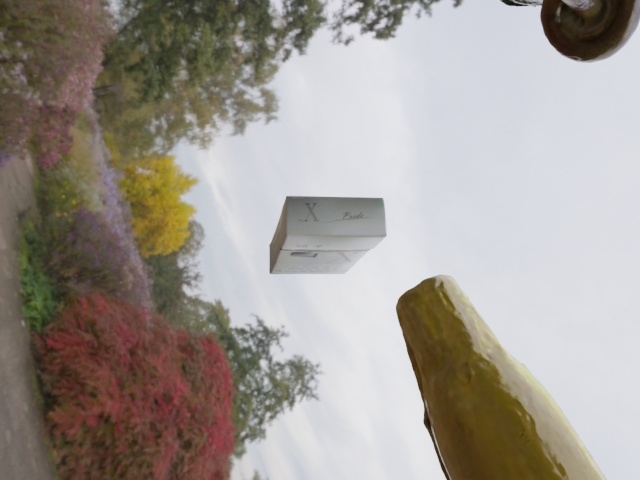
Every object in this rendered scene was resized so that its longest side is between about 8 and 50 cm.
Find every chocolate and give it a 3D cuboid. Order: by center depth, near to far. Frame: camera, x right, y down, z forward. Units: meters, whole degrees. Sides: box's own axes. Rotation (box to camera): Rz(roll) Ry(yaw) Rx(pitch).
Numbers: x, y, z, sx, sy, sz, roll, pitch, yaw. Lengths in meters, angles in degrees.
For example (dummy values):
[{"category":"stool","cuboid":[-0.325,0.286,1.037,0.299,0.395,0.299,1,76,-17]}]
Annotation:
[{"category":"chocolate","cuboid":[0.211,0.239,0.559,0.162,0.162,0.445,103,-33,-58]}]

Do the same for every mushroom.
[{"category":"mushroom","cuboid":[0.235,-0.224,0.490,0.088,0.129,0.073,-22,-128,42]}]

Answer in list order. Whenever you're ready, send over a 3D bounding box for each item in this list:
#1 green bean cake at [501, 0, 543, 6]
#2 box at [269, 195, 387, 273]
[{"category":"green bean cake","cuboid":[0.244,-0.319,0.563,0.185,0.183,0.094,19,-86,46]},{"category":"box","cuboid":[0.000,-0.001,0.506,0.154,0.084,0.040,125,-33,-72]}]
